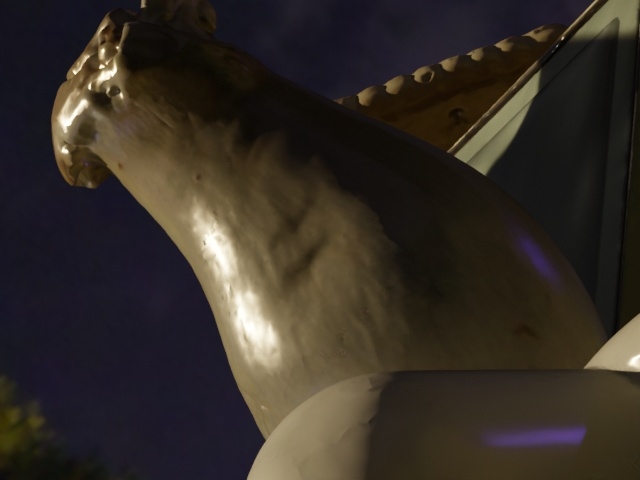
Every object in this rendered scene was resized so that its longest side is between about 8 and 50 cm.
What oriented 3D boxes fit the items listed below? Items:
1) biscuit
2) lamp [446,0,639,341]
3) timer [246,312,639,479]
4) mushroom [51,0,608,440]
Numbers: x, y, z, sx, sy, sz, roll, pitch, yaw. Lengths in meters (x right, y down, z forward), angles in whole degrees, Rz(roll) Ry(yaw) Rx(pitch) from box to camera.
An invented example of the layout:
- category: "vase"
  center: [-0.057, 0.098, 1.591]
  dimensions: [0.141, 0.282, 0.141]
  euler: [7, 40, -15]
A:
- category: "biscuit"
  center: [0.128, -0.035, 1.463]
  dimensions: [0.217, 0.044, 0.325]
  euler: [-18, -37, 2]
- category: "lamp"
  center: [0.106, 0.030, 0.912]
  dimensions: [0.047, 0.269, 0.266]
  euler: [16, -26, -13]
- category: "timer"
  center: [0.118, 0.111, 0.406]
  dimensions: [0.240, 0.233, 0.233]
  euler: [4, -56, -34]
- category: "mushroom"
  center: [0.000, 0.000, 0.587]
  dimensions: [0.116, 0.225, 0.093]
  euler: [-40, -14, 4]
